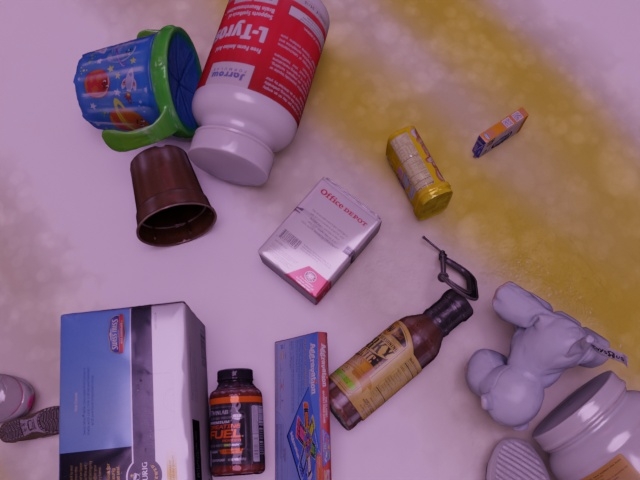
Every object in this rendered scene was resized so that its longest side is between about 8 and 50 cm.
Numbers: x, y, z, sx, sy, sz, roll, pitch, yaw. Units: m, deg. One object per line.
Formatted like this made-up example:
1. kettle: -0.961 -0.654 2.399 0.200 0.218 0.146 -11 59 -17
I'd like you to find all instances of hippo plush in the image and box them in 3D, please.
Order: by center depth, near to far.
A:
1. hippo plush: 0.413 0.248 1.340 0.234 0.294 0.236 27 98 -30

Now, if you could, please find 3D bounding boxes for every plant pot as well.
1. plant pot: -0.318 -0.099 1.473 0.167 0.167 0.165 -18 65 -6

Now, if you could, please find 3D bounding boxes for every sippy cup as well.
1. sippy cup: -0.392 -0.330 1.516 0.224 0.305 0.239 -3 107 10

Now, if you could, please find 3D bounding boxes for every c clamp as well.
1. c clamp: 0.265 0.064 1.439 0.137 0.160 0.022 33 112 -11

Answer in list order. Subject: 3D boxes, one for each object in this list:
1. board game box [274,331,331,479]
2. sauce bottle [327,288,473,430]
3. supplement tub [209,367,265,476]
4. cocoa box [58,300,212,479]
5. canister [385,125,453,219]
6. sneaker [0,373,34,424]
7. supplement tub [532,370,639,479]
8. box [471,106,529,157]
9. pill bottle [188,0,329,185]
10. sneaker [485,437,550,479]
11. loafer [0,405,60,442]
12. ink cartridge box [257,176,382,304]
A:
1. board game box: -0.036 0.324 1.349 0.027 0.145 0.281 12 68 -36
2. sauce bottle: 0.153 0.225 1.392 0.344 0.111 0.111 -38 76 -13
3. supplement tub: -0.161 0.348 1.352 0.106 0.106 0.197 -4 72 -2
4. cocoa box: -0.334 0.311 1.296 0.228 0.231 0.346 -6 73 -1
5. canister: 0.206 -0.144 1.499 0.073 0.126 0.169 -23 72 -7
6. sneaker: -0.687 0.296 1.363 0.253 0.111 0.102 7 73 2
7. supplement tub: 0.564 0.416 1.268 0.228 0.228 0.316 -38 76 -11
8. box: 0.388 -0.233 1.550 0.136 0.081 0.028 -31 75 -10
9. pill bottle: -0.137 -0.335 1.504 0.229 0.229 0.407 14 73 4
10. sneaker: 0.360 0.533 1.295 0.126 0.127 0.321 6 49 -4
11. loafer: -0.547 0.359 1.378 0.148 0.050 0.056 -7 75 -19
12. ink cartridge box: 0.000 0.000 1.470 0.159 0.092 0.218 38 78 11
